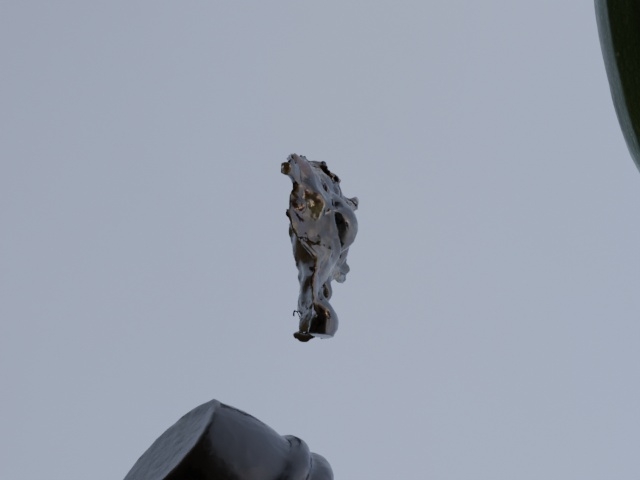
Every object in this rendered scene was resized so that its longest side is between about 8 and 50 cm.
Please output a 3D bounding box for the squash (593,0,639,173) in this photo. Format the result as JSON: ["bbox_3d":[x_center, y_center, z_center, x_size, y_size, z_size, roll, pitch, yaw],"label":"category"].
[{"bbox_3d":[0.189,-0.113,0.558,0.077,0.068,0.219,-2,-70,33],"label":"squash"}]

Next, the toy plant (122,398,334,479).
[{"bbox_3d":[-0.054,0.258,0.839,0.235,0.218,0.175,48,-14,-10],"label":"toy plant"}]

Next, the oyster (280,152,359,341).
[{"bbox_3d":[0.000,0.001,1.329,0.096,0.361,0.221,3,-84,1],"label":"oyster"}]
